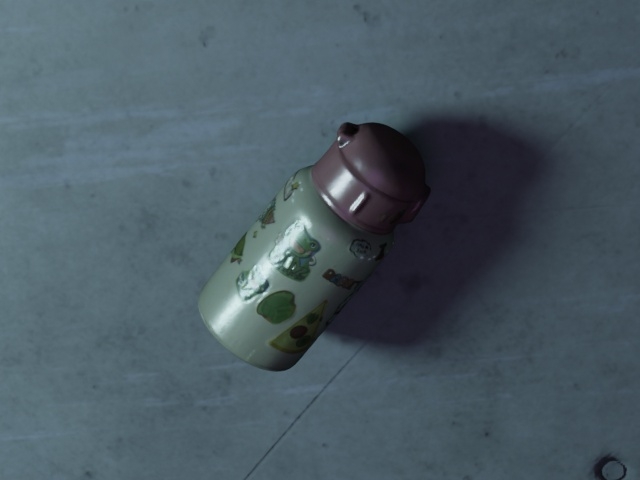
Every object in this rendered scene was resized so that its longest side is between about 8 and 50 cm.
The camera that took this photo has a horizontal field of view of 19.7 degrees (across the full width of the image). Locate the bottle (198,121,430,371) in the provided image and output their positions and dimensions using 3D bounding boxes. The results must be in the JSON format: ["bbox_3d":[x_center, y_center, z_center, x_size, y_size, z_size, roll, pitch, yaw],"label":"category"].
[{"bbox_3d":[0.000,0.000,1.717,0.120,0.120,0.253,36,116,-10],"label":"bottle"}]
